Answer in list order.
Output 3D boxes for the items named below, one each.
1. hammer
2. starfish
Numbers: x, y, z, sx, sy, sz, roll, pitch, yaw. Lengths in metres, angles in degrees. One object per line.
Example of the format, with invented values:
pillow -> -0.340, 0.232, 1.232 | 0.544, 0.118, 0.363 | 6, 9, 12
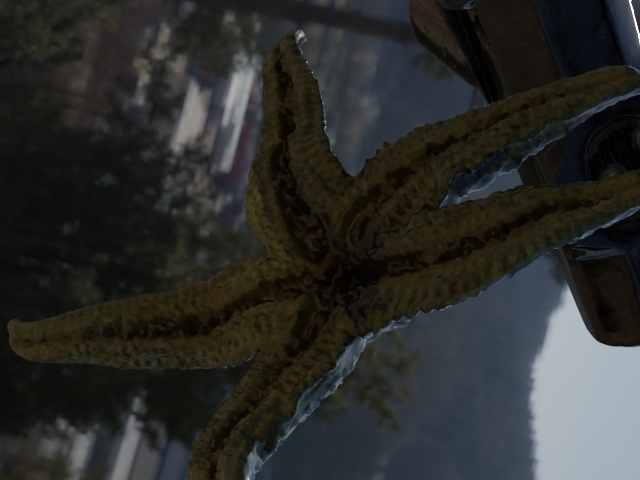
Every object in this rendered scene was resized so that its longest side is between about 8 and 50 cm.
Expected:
hammer -> 0.129, -0.113, 0.964 | 0.242, 0.095, 0.409 | 61, 2, -23
starfish -> 0.001, 0.001, 0.459 | 0.050, 0.223, 0.217 | 57, 23, -48
